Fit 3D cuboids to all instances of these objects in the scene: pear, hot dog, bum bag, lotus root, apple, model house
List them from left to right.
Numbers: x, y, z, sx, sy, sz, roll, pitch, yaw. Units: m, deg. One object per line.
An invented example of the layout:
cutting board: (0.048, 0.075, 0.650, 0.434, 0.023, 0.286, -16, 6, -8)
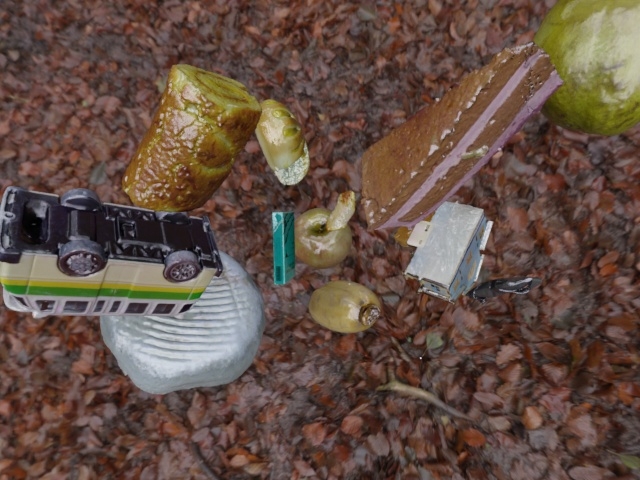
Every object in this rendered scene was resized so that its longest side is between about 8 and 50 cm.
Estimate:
apple: (0.000, 0.000, 1.724, 0.257, 0.233, 0.256, 1, 60, -2)
hot dog: (0.077, -0.097, 1.433, 0.078, 0.061, 0.168, 50, 120, 34)
lotus root: (0.086, 0.212, 1.325, 0.169, 0.343, 0.151, -29, 106, -26)
model house: (0.341, 0.048, 1.146, 0.178, 0.206, 0.270, 17, 71, 34)
bum bag: (0.416, 0.114, 0.978, 0.088, 0.198, 0.049, -5, 77, -18)
pear: (0.724, -0.473, 1.085, 0.353, 0.352, 0.412, 12, 97, 16)

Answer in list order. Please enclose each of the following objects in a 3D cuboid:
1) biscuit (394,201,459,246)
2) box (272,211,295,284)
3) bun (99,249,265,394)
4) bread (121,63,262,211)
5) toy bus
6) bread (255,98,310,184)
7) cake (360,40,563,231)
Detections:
biscuit: (0.362, -0.047, 1.429, 0.249, 0.184, 0.035, -28, 110, 22)
box: (-0.117, 0.018, 1.383, 0.042, 0.161, 0.226, -1, 95, 8)
bun: (-0.296, 0.168, 0.940, 0.355, 0.194, 0.354, 10, 52, -12)
bread: (-0.160, -0.122, 0.534, 0.103, 0.132, 0.172, 48, 117, 16)
toy bus: (-0.340, 0.034, 0.685, 0.179, 0.306, 0.143, -54, 46, 31)
bread: (-0.139, -0.380, 1.594, 0.160, 0.333, 0.332, -20, 71, 4)
cake: (0.164, -0.133, 0.558, 0.295, 0.116, 0.112, -43, 53, 39)
